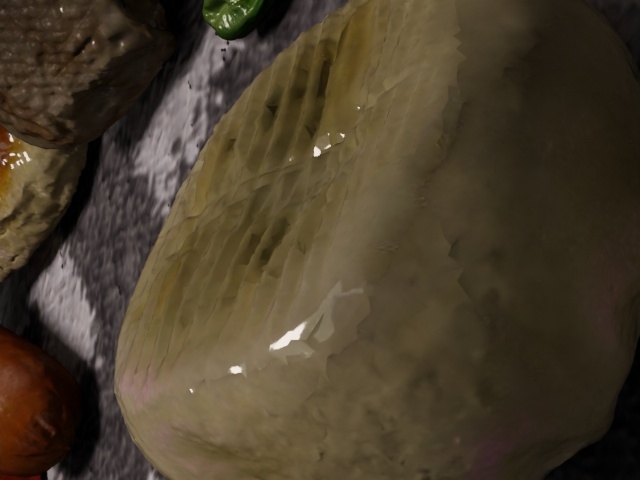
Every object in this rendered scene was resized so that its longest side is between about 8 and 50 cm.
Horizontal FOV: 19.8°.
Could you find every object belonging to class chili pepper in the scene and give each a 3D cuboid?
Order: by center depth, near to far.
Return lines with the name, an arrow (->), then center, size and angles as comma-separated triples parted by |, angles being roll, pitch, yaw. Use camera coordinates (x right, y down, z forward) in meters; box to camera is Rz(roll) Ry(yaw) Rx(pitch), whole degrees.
chili pepper -> -0.028, -0.124, 0.809 | 0.034, 0.030, 0.091 | -84, 18, -56

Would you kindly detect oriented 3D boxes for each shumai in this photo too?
shumai -> -0.126, -0.132, 0.922 | 0.145, 0.145, 0.116 | -52, 2, 46

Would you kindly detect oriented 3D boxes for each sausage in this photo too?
sausage -> -0.209, 0.070, 1.022 | 0.197, 0.076, 0.076 | 26, 112, 31

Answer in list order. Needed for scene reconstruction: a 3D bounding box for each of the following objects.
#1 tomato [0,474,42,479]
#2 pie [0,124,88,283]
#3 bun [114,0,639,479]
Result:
tomato -> -0.238, 0.163, 1.110 | 0.225, 0.085, 0.225 | -20, 67, 58
pie -> -0.204, -0.070, 1.063 | 0.205, 0.084, 0.179 | -42, 52, 48
bun -> 0.032, 0.005, 0.586 | 0.178, 0.128, 0.193 | -28, 34, 43
